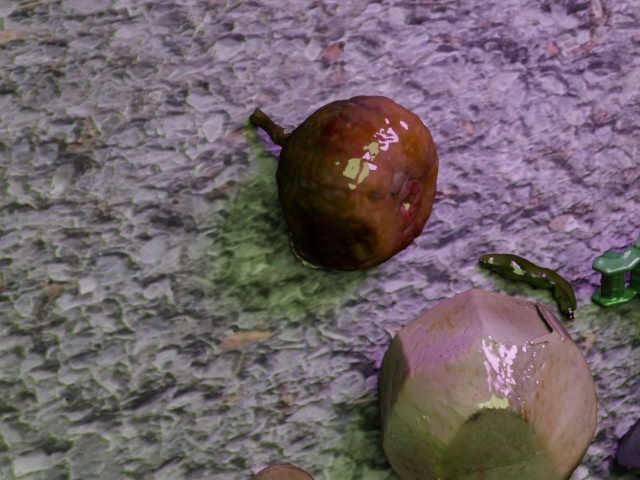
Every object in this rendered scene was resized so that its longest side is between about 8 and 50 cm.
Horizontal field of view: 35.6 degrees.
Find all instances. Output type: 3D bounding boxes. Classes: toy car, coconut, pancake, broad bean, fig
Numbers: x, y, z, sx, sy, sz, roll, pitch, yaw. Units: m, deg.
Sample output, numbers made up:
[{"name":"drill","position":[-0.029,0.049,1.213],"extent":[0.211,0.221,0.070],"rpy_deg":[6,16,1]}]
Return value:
[{"name":"toy car","position":[0.653,0.061,1.661],"extent":[0.359,0.213,0.176],"rpy_deg":[20,67,22]},{"name":"coconut","position":[0.255,0.243,1.532],"extent":[0.353,0.352,0.352],"rpy_deg":[3,73,-10]},{"name":"pancake","position":[0.000,0.000,1.697],"extent":[0.115,0.011,0.114],"rpy_deg":[2,74,-8]},{"name":"broad bean","position":[0.371,0.065,1.730],"extent":[0.195,0.046,0.061],"rpy_deg":[34,68,-1]},{"name":"fig","position":[0.013,-0.127,1.649],"extent":[0.286,0.286,0.369],"rpy_deg":[-41,50,-18]}]

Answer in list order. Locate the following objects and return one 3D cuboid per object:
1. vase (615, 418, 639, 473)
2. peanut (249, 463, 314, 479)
[{"name":"vase","position":[0.655,0.400,1.594],"extent":[0.245,0.245,0.291],"rpy_deg":[-36,88,-18]},{"name":"peanut","position":[-0.109,0.417,1.516],"extent":[0.228,0.086,0.104],"rpy_deg":[-23,98,-15]}]
